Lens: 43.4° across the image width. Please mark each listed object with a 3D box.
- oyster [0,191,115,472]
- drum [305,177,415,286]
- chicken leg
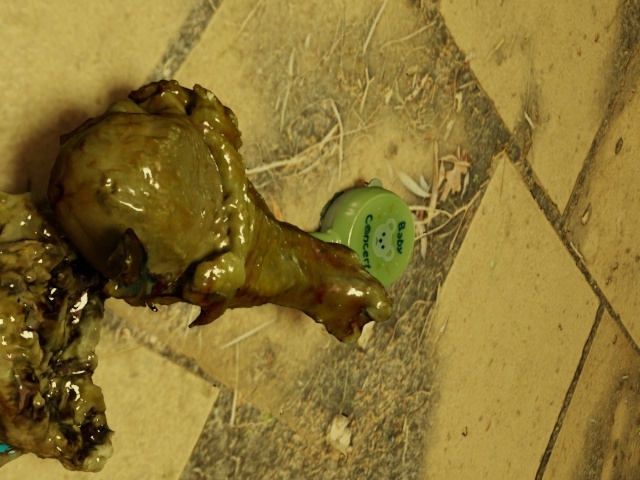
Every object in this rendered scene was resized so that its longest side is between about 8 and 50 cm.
[{"bbox_3d":[-0.244,0.071,0.580,0.222,0.083,0.214,0,95,-41],"label":"oyster"},{"bbox_3d":[0.003,0.020,0.856,0.253,0.049,0.130,-23,114,-37],"label":"drum"},{"bbox_3d":[-0.082,-0.022,0.691,0.361,0.140,0.212,18,57,-57],"label":"chicken leg"}]
